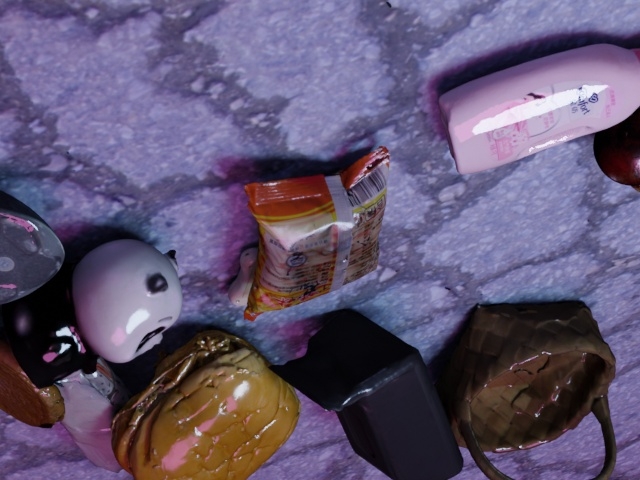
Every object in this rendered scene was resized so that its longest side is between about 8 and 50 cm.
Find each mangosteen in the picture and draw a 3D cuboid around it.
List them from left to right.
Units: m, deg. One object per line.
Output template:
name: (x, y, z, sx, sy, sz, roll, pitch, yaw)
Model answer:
mangosteen: (0.443, -0.123, 1.564, 0.140, 0.140, 0.140, -9, 143, -7)

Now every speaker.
speaker: (0.081, 0.286, 1.865, 0.184, 0.180, 0.388, -43, 136, -18)

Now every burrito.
burrito: (-0.369, 0.244, 1.795, 0.139, 0.101, 0.445, -2, 145, 12)

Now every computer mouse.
computer mouse: (-0.502, -0.032, 1.413, 0.379, 0.090, 0.167, 21, 123, -27)

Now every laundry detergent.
laundry detergent: (0.326, -0.186, 1.486, 0.335, 0.088, 0.159, -17, 146, 3)

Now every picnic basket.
picnic basket: (0.368, 0.302, 1.943, 0.293, 0.337, 0.337, -1, 141, -17)

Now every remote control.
remote control: (-0.094, 0.054, 1.700, 0.074, 0.032, 0.122, 2, 141, -21)

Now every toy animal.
toy animal: (-0.304, 0.092, 1.559, 0.235, 0.187, 0.165, -16, 107, 3)

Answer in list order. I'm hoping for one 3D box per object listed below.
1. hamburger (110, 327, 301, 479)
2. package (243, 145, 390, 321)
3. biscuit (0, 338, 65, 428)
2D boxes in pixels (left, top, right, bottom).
hamburger: (-0.185, 0.293, 1.816, 0.319, 0.158, 0.318, -27, 139, -26)
package: (-0.006, 0.003, 1.585, 0.223, 0.108, 0.288, -19, 142, -16)
biscuit: (-0.463, 0.197, 1.664, 0.226, 0.042, 0.226, 26, 148, 17)
